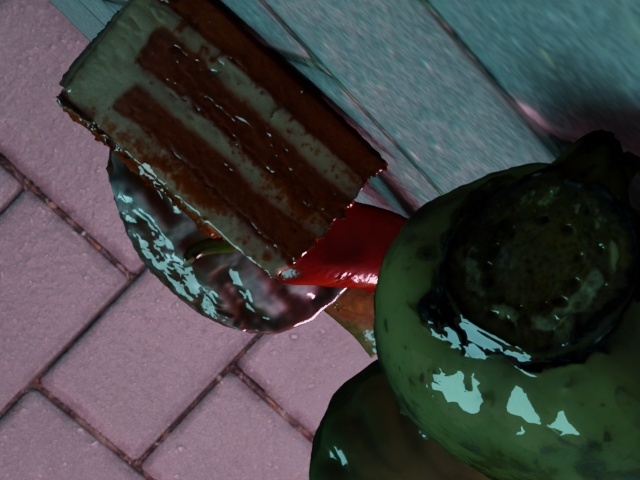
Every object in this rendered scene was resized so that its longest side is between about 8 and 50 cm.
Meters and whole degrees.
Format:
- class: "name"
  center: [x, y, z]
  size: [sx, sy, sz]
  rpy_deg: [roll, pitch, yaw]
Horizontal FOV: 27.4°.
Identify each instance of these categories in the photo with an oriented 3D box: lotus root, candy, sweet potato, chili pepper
- class: "lotus root"
  center: [0.130, 0.056, 0.644]
  size: [0.173, 0.173, 0.309]
  rpy_deg: [42, -177, 25]
- class: "candy"
  center: [-0.087, -0.035, 1.320]
  size: [0.289, 0.214, 0.157]
  rpy_deg: [47, 174, -8]
- class: "sweet potato"
  center: [0.000, 0.008, 1.639]
  size: [0.337, 0.131, 0.131]
  rpy_deg: [43, 176, -10]
- class: "chili pepper"
  center: [0.043, 0.032, 1.240]
  size: [0.368, 0.137, 0.092]
  rpy_deg: [26, -151, -47]

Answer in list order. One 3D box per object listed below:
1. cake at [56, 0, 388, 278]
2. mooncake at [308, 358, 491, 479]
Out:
- class: "cake"
  center: [-0.078, -0.084, 1.152]
  size: [0.262, 0.158, 0.159]
  rpy_deg: [42, 179, 9]
- class: "mooncake"
  center: [0.158, 0.330, 1.825]
  size: [0.356, 0.356, 0.194]
  rpy_deg: [43, -176, -1]
